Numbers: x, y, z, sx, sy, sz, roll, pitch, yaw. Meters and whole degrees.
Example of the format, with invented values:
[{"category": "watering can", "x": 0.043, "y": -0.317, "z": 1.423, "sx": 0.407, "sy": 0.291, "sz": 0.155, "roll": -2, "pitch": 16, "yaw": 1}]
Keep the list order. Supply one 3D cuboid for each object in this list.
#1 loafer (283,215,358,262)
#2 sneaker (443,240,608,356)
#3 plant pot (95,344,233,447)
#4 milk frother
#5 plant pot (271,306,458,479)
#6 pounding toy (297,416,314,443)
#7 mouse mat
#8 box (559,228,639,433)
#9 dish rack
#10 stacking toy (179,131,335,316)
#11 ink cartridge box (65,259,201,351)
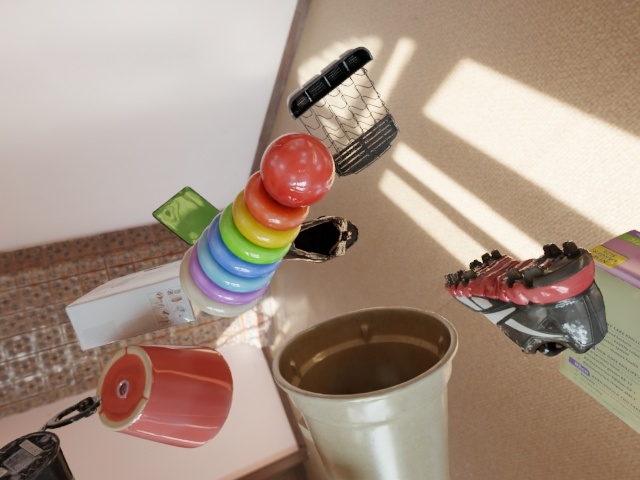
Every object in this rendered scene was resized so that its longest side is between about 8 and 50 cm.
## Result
[{"category": "loafer", "x": 0.000, "y": 0.000, "z": 1.004, "sx": 0.095, "sy": 0.302, "sz": 0.109, "roll": 1, "pitch": 94, "yaw": 41}, {"category": "sneaker", "x": 0.256, "y": 0.082, "z": 0.601, "sx": 0.135, "sy": 0.097, "sz": 0.276, "roll": 61, "pitch": 168, "yaw": -2}, {"category": "plant pot", "x": -0.403, "y": 0.384, "z": 1.166, "sx": 0.275, "sy": 0.243, "sz": 0.275, "roll": -13, "pitch": 64, "yaw": 28}, {"category": "milk frother", "x": -0.316, "y": 0.288, "z": 0.567, "sx": 0.129, "sy": 0.143, "sz": 0.135, "roll": 17, "pitch": 124, "yaw": 47}, {"category": "plant pot", "x": 0.105, "y": 0.331, "z": 0.857, "sx": 0.334, "sy": 0.333, "sz": 0.305, "roll": 12, "pitch": 117, "yaw": 62}, {"category": "pounding toy", "x": 0.042, "y": 0.410, "z": 1.147, "sx": 0.181, "sy": 0.206, "sz": 0.094, "roll": 23, "pitch": 145, "yaw": 32}, {"category": "mouse mat", "x": -0.394, "y": -0.077, "z": 1.384, "sx": 0.152, "sy": 0.190, "sz": 0.007, "roll": 39, "pitch": 130, "yaw": -5}, {"category": "box", "x": 0.474, "y": 0.145, "z": 0.639, "sx": 0.213, "sy": 0.117, "sz": 0.243, "roll": 46, "pitch": 153, "yaw": 54}, {"category": "dish rack", "x": 0.066, "y": -0.272, "z": 1.039, "sx": 0.271, "sy": 0.208, "sz": 0.074, "roll": 51, "pitch": -176, "yaw": -36}, {"category": "stacking toy", "x": -0.086, "y": -0.024, "z": 0.637, "sx": 0.330, "sy": 0.141, "sz": 0.141, "roll": -49, "pitch": 57, "yaw": 43}, {"category": "ink cartridge box", "x": -0.482, "y": 0.161, "z": 1.289, "sx": 0.272, "sy": 0.309, "sz": 0.130, "roll": -98, "pitch": -7, "yaw": -79}]
